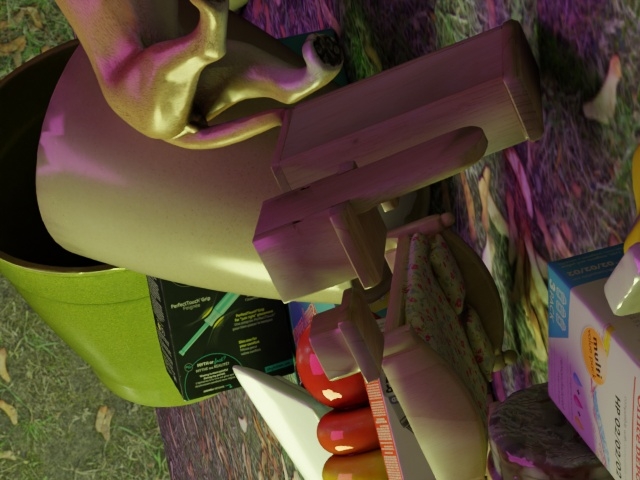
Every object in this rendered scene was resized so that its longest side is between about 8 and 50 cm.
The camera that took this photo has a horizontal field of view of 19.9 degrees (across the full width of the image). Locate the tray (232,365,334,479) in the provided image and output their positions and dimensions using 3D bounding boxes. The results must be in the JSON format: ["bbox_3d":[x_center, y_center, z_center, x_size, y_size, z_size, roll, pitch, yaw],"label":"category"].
[{"bbox_3d":[0.020,0.228,1.794,0.145,0.030,0.270,23,150,53],"label":"tray"}]

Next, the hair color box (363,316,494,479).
[{"bbox_3d":[0.093,0.138,1.498,0.053,0.093,0.167,157,100,-77],"label":"hair color box"}]

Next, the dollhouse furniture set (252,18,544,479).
[{"bbox_3d":[0.120,0.058,1.236,0.303,0.174,0.355,-77,-37,-64],"label":"dollhouse furniture set"}]

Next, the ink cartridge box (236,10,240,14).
[{"bbox_3d":[-0.163,-0.380,2.009,0.197,0.114,0.273,135,122,-73],"label":"ink cartridge box"}]

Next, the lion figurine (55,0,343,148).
[{"bbox_3d":[-0.152,-0.196,1.416,0.240,0.142,0.392,-37,72,43],"label":"lion figurine"}]

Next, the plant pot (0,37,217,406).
[{"bbox_3d":[-0.204,0.003,2.136,0.353,0.366,0.366,75,173,-49],"label":"plant pot"}]

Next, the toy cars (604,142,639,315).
[{"bbox_3d":[0.184,-0.084,0.929,0.176,0.087,0.394,-136,35,-66],"label":"toy cars"}]

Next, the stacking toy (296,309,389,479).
[{"bbox_3d":[0.054,0.218,1.565,0.141,0.141,0.330,-178,70,-76],"label":"stacking toy"}]

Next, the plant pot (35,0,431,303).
[{"bbox_3d":[-0.054,-0.056,1.546,0.274,0.256,0.256,24,137,26],"label":"plant pot"}]

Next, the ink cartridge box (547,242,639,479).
[{"bbox_3d":[0.199,0.091,1.087,0.181,0.061,0.104,-125,26,-57],"label":"ink cartridge box"}]

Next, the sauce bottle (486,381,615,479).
[{"bbox_3d":[0.171,0.261,1.251,0.111,0.111,0.344,-124,27,-57],"label":"sauce bottle"}]

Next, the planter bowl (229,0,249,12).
[{"bbox_3d":[-0.098,-0.305,1.782,0.109,0.162,0.162,-20,83,49],"label":"planter bowl"}]

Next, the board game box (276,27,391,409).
[{"bbox_3d":[0.000,0.000,1.776,0.254,0.079,0.336,119,136,-71],"label":"board game box"}]

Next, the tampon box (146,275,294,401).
[{"bbox_3d":[-0.105,0.059,1.831,0.101,0.120,0.161,-139,38,-69],"label":"tampon box"}]
